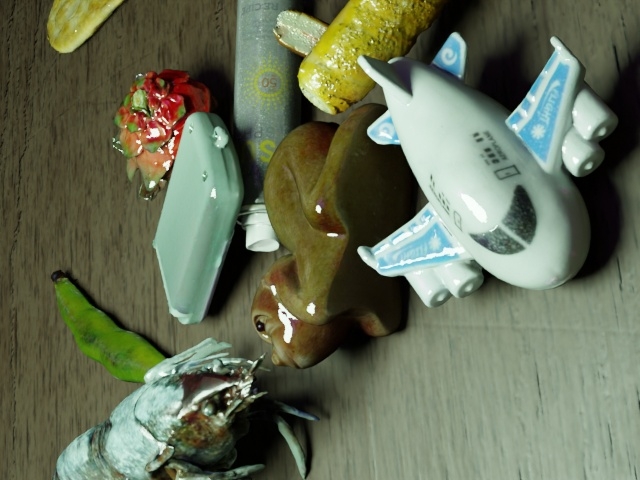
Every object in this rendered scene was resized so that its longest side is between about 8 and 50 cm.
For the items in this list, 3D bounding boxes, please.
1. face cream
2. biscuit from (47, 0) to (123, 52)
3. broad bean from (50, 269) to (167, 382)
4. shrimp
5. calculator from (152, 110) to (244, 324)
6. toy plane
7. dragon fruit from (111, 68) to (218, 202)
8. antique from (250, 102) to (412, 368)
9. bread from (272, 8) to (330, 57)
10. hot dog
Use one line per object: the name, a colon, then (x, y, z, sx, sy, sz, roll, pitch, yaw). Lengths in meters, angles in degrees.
face cream: (-0.057, -0.129, 1.427, 0.073, 0.073, 0.284, -13, 70, 42)
biscuit: (-0.282, -0.340, 1.745, 0.247, 0.029, 0.118, -38, 54, 31)
broad bean: (-0.253, 0.115, 1.575, 0.297, 0.043, 0.060, 32, 91, 46)
shrimp: (-0.156, 0.211, 1.366, 0.410, 0.166, 0.221, -23, 51, 36)
calculator: (-0.132, -0.023, 1.429, 0.141, 0.045, 0.246, -111, 30, -43)
toy plane: (0.135, -0.066, 1.176, 0.266, 0.122, 0.267, -2, 86, 35)
dragon fruit: (-0.176, -0.125, 1.518, 0.130, 0.121, 0.142, -63, 6, -35)
antique: (0.000, 0.000, 1.301, 0.143, 0.121, 0.257, -9, 71, 43)
bread: (0.004, -0.205, 1.406, 0.062, 0.109, 0.043, -79, 15, -86)
hot dog: (0.089, -0.238, 1.266, 0.289, 0.083, 0.068, -50, 53, -1)
